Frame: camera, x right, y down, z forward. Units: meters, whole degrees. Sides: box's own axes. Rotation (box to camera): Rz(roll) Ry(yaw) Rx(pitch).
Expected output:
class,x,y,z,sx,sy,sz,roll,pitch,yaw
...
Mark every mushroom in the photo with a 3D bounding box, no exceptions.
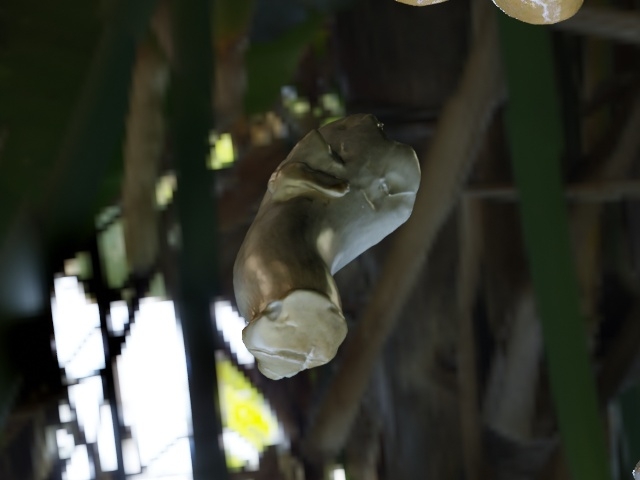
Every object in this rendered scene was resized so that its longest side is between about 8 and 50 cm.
class,x,y,z,sx,sy,sz,roll,pitch,yaw
mushroom,-0.002,-0.001,1.275,0.096,0.099,0.278,23,-148,4

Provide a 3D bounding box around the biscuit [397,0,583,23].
class,x,y,z,sx,sy,sz,roll,pitch,yaw
biscuit,0.160,-0.330,1.704,0.275,0.052,0.355,7,-127,4

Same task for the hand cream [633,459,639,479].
class,x,y,z,sx,sy,sz,roll,pitch,yaw
hand cream,0.385,0.128,1.766,0.076,0.336,0.121,27,167,37
